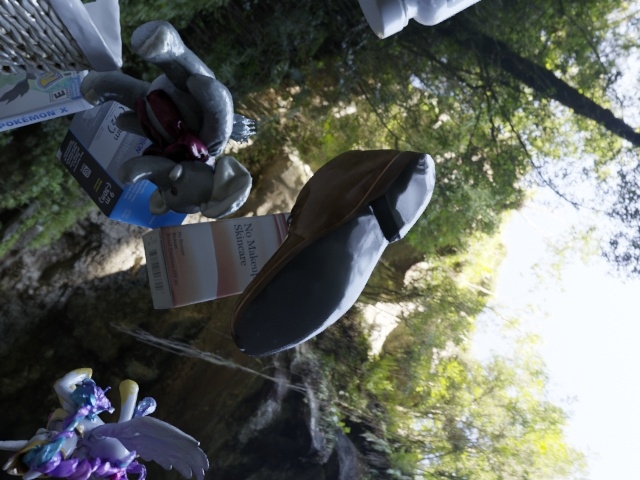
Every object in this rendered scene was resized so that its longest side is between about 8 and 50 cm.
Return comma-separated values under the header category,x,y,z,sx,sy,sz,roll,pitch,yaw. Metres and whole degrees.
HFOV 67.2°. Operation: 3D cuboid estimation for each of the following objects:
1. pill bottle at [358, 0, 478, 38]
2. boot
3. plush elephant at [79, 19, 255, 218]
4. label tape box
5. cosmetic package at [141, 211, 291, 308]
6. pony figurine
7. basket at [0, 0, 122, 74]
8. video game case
category,x,y,z,sx,sy,sz,roll,pitch,yaw
pill bottle,0.127,-0.287,0.489,0.180,0.108,0.108,-27,-134,4
boot,0.000,0.000,0.548,0.115,0.112,0.305,24,-122,38
plush elephant,-0.259,-0.164,0.869,0.272,0.330,0.255,-7,-109,36
label tape box,-0.438,-0.185,1.127,0.347,0.115,0.249,46,-68,18
cosmetic package,-0.182,0.034,0.964,0.129,0.296,0.153,-12,-91,54
pony figurine,-0.436,0.418,0.974,0.303,0.351,0.363,-52,-166,-1
basket,-0.466,-0.453,0.682,0.267,0.331,0.328,-7,-101,-4
video game case,-0.652,-0.362,1.016,0.300,0.036,0.329,-18,-119,-9
